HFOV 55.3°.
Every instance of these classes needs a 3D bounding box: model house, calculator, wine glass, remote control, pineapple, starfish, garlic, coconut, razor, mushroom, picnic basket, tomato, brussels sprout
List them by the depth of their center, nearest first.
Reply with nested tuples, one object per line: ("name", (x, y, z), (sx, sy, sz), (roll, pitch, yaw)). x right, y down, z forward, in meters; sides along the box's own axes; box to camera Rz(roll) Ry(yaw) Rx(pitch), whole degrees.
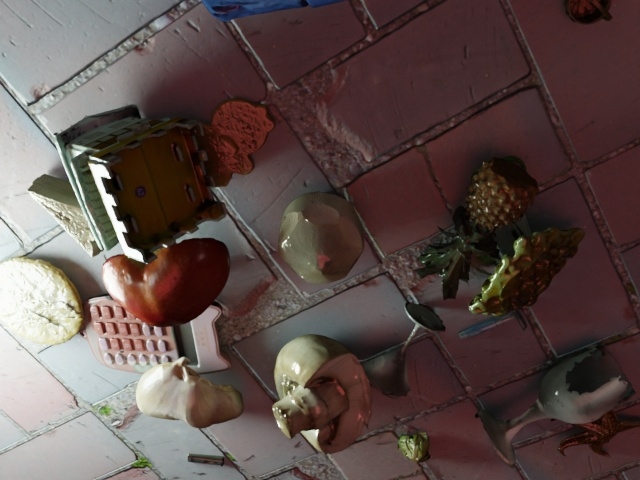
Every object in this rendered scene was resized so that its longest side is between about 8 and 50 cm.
("picnic basket", (0.414, -0.364, 0.939), (0.072, 0.083, 0.072), (1, 119, 1))
("model house", (-0.312, -0.101, 1.043), (0.215, 0.198, 0.224), (14, 129, 40))
("pineapple", (0.270, -0.018, 1.105), (0.130, 0.119, 0.277), (10, 129, -20))
("coconut", (-0.001, -0.003, 1.114), (0.161, 0.162, 0.161), (1, 119, 1))
("tomato", (-0.280, 0.088, 1.145), (0.233, 0.200, 0.139), (-14, 75, 12))
("wine glass", (0.176, 0.222, 1.266), (0.122, 0.122, 0.183), (25, 113, -11))
("mushroom", (-0.023, 0.310, 1.269), (0.195, 0.189, 0.253), (-26, 117, -24))
("razor", (0.353, 0.178, 1.273), (0.135, 0.040, 0.068), (-27, 114, 22))
("wine glass", (0.498, 0.351, 1.306), (0.321, 0.143, 0.143), (-40, 110, 19))
("calculator", (-0.359, 0.198, 1.313), (0.330, 0.048, 0.220), (0, 120, 5))
("garlic", (-0.294, 0.345, 1.320), (0.217, 0.110, 0.228), (-4, 141, 14))
("starfish", (0.643, 0.427, 1.386), (0.238, 0.057, 0.213), (-2, 126, 5))
("brussels sprout", (0.227, 0.498, 1.447), (0.085, 0.058, 0.085), (2, 136, 2))
("remote control", (-0.286, 0.546, 1.517), (0.091, 0.016, 0.034), (5, 124, 0))

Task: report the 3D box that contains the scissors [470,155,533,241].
("scissors", (0.359, -0.058, 1.144), (0.101, 0.027, 0.204), (-23, 114, 19))

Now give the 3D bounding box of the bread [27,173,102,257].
("bread", (-0.475, -0.048, 1.162), (0.152, 0.077, 0.105), (20, 119, -5))

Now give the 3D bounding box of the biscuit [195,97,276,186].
("biscuit", (-0.170, -0.180, 1.101), (0.133, 0.027, 0.184), (26, 116, -10))

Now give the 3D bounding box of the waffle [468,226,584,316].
("waffle", (0.389, 0.065, 1.137), (0.204, 0.054, 0.223), (-7, 136, -40))

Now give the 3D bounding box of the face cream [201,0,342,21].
("face cream", (-0.067, -0.436, 0.828), (0.225, 0.249, 0.249), (-9, 118, 10))

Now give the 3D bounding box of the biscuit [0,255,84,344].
("biscuit", (-0.598, 0.129, 1.281), (0.220, 0.033, 0.219), (4, 117, 7))
